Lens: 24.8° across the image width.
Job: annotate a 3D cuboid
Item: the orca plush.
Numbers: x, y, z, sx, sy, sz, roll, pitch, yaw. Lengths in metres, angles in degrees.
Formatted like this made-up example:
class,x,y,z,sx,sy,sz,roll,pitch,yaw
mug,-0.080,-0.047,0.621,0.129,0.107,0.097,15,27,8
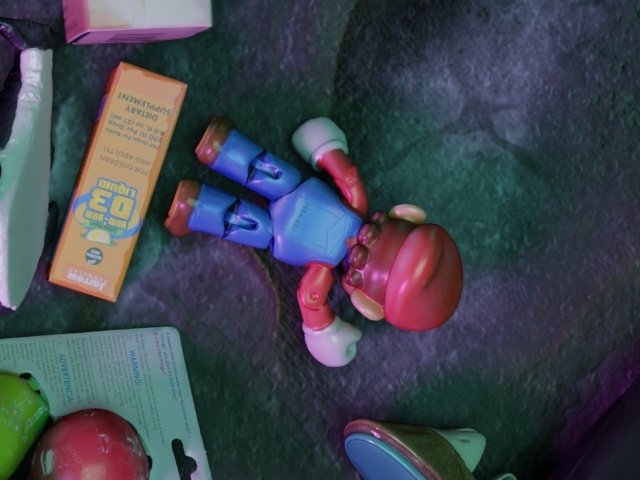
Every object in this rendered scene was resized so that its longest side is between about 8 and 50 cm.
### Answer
class,x,y,z,sx,sy,sz,roll,pitch,yaw
orca plush,-0.330,-0.076,1.427,0.102,0.151,0.287,3,95,15

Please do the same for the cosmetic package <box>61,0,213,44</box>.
class,x,y,z,sx,sy,sz,roll,pitch,yaw
cosmetic package,-0.191,-0.347,1.428,0.129,0.153,0.296,-4,92,-17

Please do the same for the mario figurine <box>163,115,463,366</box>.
class,x,y,z,sx,sy,sz,roll,pitch,yaw
mario figurine,0.000,0.000,1.537,0.320,0.170,0.198,27,121,-5

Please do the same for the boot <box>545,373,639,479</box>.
class,x,y,z,sx,sy,sz,roll,pitch,yaw
boot,0.448,0.297,1.595,0.367,0.146,0.445,43,63,-2

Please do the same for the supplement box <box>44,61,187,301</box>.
class,x,y,z,sx,sy,sz,roll,pitch,yaw
supplement box,-0.207,-0.058,1.474,0.078,0.080,0.233,18,89,-14

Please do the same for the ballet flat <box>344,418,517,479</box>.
class,x,y,z,sx,sy,sz,roll,pitch,yaw
ballet flat,0.163,0.287,1.590,0.342,0.116,0.124,49,59,-13

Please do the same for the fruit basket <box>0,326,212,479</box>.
class,x,y,z,sx,sy,sz,roll,pitch,yaw
fruit basket,-0.275,0.242,1.401,0.353,0.165,0.327,0,60,-30
